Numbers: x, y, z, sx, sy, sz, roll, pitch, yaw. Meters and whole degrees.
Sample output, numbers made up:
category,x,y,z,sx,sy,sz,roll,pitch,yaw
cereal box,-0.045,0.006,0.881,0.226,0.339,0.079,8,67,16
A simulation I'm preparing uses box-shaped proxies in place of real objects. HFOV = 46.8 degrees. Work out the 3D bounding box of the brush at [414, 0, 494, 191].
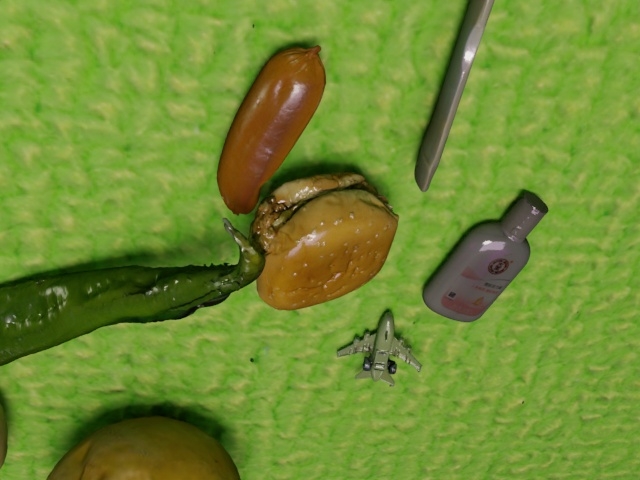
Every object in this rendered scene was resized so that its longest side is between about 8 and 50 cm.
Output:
category,x,y,z,sx,sy,sz,roll,pitch,yaw
brush,0.115,-0.186,0.602,0.050,0.060,0.321,11,127,-3

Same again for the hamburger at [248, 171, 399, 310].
category,x,y,z,sx,sy,sz,roll,pitch,yaw
hamburger,0.000,0.000,0.700,0.147,0.083,0.138,-15,140,-26

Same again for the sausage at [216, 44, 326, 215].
category,x,y,z,sx,sy,sz,roll,pitch,yaw
sausage,-0.050,-0.095,0.646,0.054,0.062,0.183,7,132,-38

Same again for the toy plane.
category,x,y,z,sx,sy,sz,roll,pitch,yaw
toy plane,0.072,0.130,0.866,0.102,0.040,0.111,7,130,-2

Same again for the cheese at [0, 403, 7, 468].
category,x,y,z,sx,sy,sz,roll,pitch,yaw
cheese,-0.458,0.215,0.807,0.214,0.117,0.226,-21,135,3

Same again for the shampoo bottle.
category,x,y,z,sx,sy,sz,roll,pitch,yaw
shampoo bottle,0.181,0.020,0.792,0.080,0.040,0.165,20,124,-21

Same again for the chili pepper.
category,x,y,z,sx,sy,sz,roll,pitch,yaw
chili pepper,-0.203,0.052,0.704,0.359,0.076,0.085,-16,104,21

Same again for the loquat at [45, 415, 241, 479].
category,x,y,z,sx,sy,sz,roll,pitch,yaw
loquat,-0.205,0.320,0.869,0.243,0.244,0.244,-5,130,-6
